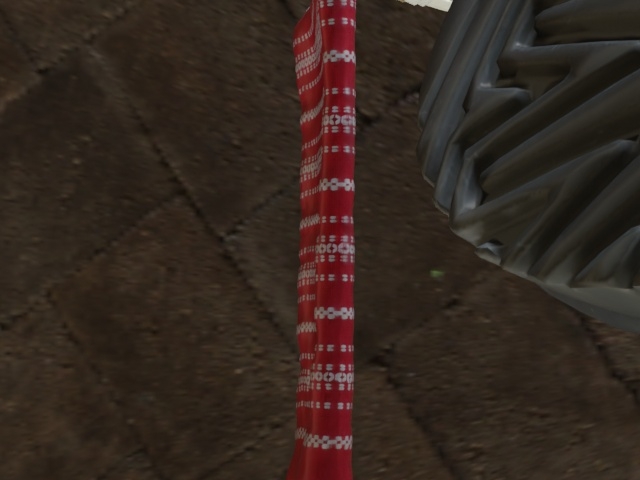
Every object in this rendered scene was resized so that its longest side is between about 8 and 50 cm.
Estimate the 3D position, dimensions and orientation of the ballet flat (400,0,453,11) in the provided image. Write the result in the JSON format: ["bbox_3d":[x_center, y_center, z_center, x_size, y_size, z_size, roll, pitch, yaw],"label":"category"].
[{"bbox_3d":[0.127,-0.241,1.583,0.206,0.073,0.067,-23,81,-21],"label":"ballet flat"}]

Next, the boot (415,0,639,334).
[{"bbox_3d":[0.272,0.052,0.407,0.445,0.367,0.146,29,90,-24],"label":"boot"}]

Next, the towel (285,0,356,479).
[{"bbox_3d":[0.000,0.000,0.925,0.031,0.199,0.275,1,87,-2],"label":"towel"}]
